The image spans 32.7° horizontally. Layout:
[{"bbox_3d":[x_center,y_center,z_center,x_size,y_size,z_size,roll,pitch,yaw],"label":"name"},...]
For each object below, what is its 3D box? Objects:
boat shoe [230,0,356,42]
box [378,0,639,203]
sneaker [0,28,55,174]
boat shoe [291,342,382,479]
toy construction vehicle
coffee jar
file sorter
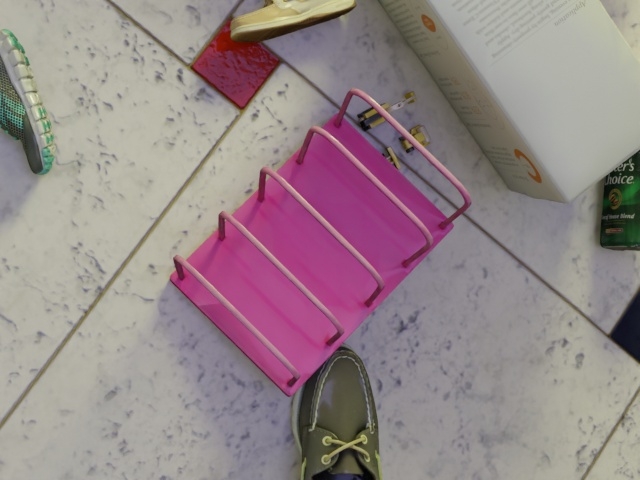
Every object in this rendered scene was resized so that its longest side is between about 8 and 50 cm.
[{"bbox_3d":[-0.040,-0.285,1.324,0.170,0.063,0.059,-21,92,-27],"label":"boat shoe"},{"bbox_3d":[0.230,-0.235,1.311,0.168,0.215,0.345,-37,100,-2],"label":"box"},{"bbox_3d":[-0.351,-0.148,1.226,0.076,0.065,0.166,-20,91,-1],"label":"sneaker"},{"bbox_3d":[0.025,0.276,1.310,0.109,0.091,0.305,3,88,-18],"label":"boat shoe"},{"bbox_3d":[0.091,-0.133,1.372,0.098,0.035,0.086,-27,97,-17],"label":"toy construction vehicle"},{"bbox_3d":[0.421,-0.079,1.446,0.079,0.096,0.184,4,87,-20],"label":"coffee jar"},{"bbox_3d":[0.000,0.000,1.236,0.202,0.182,0.290,44,79,3],"label":"file sorter"}]
